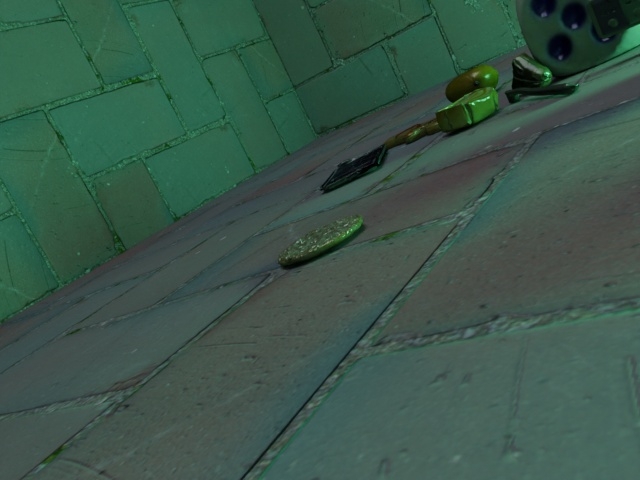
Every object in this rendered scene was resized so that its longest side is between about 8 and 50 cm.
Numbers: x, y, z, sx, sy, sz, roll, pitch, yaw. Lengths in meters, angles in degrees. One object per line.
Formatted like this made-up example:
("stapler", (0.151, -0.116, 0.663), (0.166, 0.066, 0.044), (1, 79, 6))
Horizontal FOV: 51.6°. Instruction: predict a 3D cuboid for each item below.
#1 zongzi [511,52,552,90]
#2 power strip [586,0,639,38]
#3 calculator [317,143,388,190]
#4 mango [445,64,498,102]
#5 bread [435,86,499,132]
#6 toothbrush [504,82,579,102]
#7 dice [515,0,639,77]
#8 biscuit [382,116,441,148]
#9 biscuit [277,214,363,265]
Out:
("zongzi", (0.493, -0.363, 1.550), (0.055, 0.119, 0.109), (-25, 48, -15))
("power strip", (0.658, -0.458, 1.310), (0.215, 0.145, 0.061), (-18, 14, 34))
("calculator", (0.087, -0.185, 1.674), (0.165, 0.028, 0.274), (-23, 11, 16))
("mango", (0.443, -0.460, 1.985), (0.137, 0.091, 0.237), (-24, 4, -17))
("bread", (0.344, -0.301, 1.529), (0.156, 0.064, 0.117), (-29, 15, -17))
("toothbrush", (0.464, -0.315, 1.409), (0.030, 0.031, 0.297), (-18, 11, -5))
("dice", (0.620, -0.544, 1.539), (0.243, 0.251, 0.259), (-15, 15, 38))
("biscuit", (0.274, -0.297, 1.769), (0.153, 0.030, 0.234), (-33, 12, -23))
("biscuit", (0.000, 0.000, 1.027), (0.152, 0.020, 0.152), (-27, 12, 6))
